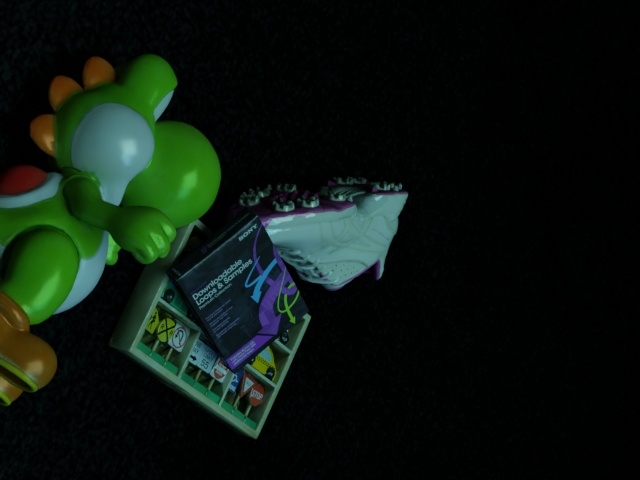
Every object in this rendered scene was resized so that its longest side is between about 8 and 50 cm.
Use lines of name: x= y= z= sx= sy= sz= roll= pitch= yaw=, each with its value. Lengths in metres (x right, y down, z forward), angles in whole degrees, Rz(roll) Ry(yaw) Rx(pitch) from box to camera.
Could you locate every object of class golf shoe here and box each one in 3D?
golf shoe: x=0.000 y=0.000 z=1.660 sx=0.306 sy=0.115 sz=0.140 roll=-8 pitch=108 yaw=-51

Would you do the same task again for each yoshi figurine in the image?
yoshi figurine: x=-0.208 y=-0.007 z=1.326 sx=0.362 sy=0.203 sz=0.203 roll=-63 pitch=157 yaw=-25

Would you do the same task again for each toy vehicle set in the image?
toy vehicle set: x=-0.119 y=0.103 z=1.584 sx=0.267 sy=0.035 sz=0.166 roll=44 pitch=64 yaw=-49

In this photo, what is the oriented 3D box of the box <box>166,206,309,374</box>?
box: x=-0.089 y=0.057 z=1.528 sx=0.116 sy=0.029 sz=0.162 roll=-40 pitch=131 yaw=-15
